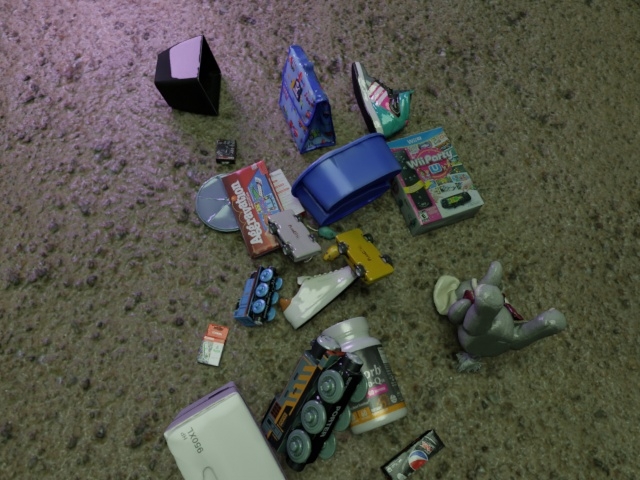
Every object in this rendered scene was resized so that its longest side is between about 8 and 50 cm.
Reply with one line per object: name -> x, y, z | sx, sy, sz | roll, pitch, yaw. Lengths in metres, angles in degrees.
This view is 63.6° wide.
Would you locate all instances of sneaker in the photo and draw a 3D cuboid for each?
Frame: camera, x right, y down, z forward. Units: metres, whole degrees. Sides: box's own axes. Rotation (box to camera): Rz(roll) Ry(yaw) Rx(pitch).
sneaker -> 0.223, -0.494, 1.756 | 0.179, 0.124, 0.295 | -17, 77, -5
sneaker -> 0.006, 0.123, 1.497 | 0.290, 0.106, 0.123 | -36, 77, -15

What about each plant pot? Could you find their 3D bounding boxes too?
plant pot -> -0.441, -0.537, 1.710 | 0.167, 0.188, 0.187 | -4, 68, 9

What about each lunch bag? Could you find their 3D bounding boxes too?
lunch bag -> -0.035, -0.455, 1.632 | 0.138, 0.293, 0.221 | -18, 70, -11

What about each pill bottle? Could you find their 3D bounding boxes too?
pill bottle -> 0.109, 0.357, 1.378 | 0.162, 0.162, 0.278 | -18, 70, -11

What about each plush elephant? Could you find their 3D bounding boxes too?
plush elephant -> 0.463, 0.184, 1.440 | 0.272, 0.330, 0.255 | 15, 44, -12

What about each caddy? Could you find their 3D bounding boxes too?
caddy -> 0.075, -0.198, 1.560 | 0.341, 0.241, 0.179 | -29, 77, -20

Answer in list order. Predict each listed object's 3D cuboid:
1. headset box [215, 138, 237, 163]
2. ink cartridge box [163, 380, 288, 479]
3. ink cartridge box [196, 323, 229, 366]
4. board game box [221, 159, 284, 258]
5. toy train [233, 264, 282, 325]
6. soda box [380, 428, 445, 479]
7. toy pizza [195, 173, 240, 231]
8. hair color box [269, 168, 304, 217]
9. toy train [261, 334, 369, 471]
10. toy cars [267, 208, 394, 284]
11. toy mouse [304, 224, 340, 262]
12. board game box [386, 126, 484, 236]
headset box -> -0.308, -0.287, 1.685 | 0.062, 0.032, 0.083 | 1, 68, -3
ink cartridge box -> -0.194, 0.487, 1.153 | 0.166, 0.395, 0.285 | -29, 85, -15
ink cartridge box -> -0.301, 0.291, 1.448 | 0.063, 0.029, 0.115 | 12, 68, 1
board game box -> -0.190, -0.097, 1.571 | 0.145, 0.027, 0.281 | -23, 72, 0
toy train -> -0.177, 0.157, 1.476 | 0.105, 0.080, 0.184 | -8, 54, 29
soda box -> 0.242, 0.568, 1.354 | 0.169, 0.060, 0.053 | -32, 74, -16
toy pizza -> -0.288, -0.117, 1.617 | 0.201, 0.032, 0.201 | 2, 68, -4
hair color box -> -0.128, -0.132, 1.623 | 0.093, 0.053, 0.167 | -26, 73, -11
toy train -> -0.018, 0.400, 1.287 | 0.190, 0.142, 0.333 | 36, 104, 42
toy cars -> 0.020, 0.029, 1.455 | 0.394, 0.087, 0.176 | 17, 46, 12
toy mouse -> 0.000, 0.000, 1.588 | 0.161, 0.031, 0.143 | -29, 72, -15
board game box -> 0.345, -0.192, 1.659 | 0.224, 0.097, 0.303 | -18, 69, -11
